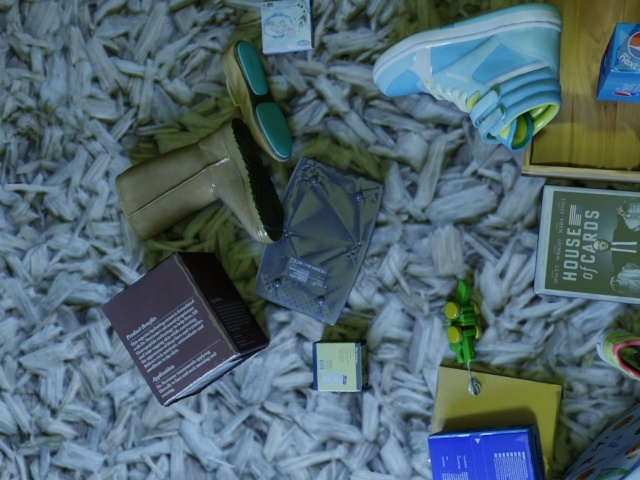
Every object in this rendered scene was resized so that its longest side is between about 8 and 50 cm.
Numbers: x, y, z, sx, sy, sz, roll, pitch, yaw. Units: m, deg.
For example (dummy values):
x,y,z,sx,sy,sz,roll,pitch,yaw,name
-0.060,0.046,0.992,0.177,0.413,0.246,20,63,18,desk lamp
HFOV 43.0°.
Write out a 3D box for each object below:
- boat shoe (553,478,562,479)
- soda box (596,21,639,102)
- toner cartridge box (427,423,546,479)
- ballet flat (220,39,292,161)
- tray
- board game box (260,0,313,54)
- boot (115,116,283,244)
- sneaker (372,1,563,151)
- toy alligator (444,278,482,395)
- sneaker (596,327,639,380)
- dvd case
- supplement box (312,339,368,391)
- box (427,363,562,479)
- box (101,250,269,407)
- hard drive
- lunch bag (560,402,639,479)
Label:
x,y,z,sx,sy,sz,roll,pitch,yaw,name
0.405,0.443,1.285,0.043,0.049,0.136,-13,83,17,boat shoe
0.433,-0.244,1.132,0.071,0.210,0.067,7,91,14,soda box
0.275,0.466,1.249,0.165,0.075,0.347,-10,81,25,toner cartridge box
-0.115,-0.236,1.427,0.073,0.080,0.232,-26,79,41,ballet flat
0.436,-0.301,1.278,0.203,0.076,0.410,5,91,14,tray
-0.059,-0.378,1.431,0.090,0.020,0.090,-2,88,14,board game box
-0.212,-0.061,1.412,0.270,0.089,0.236,-24,77,25,boot
0.225,-0.226,1.265,0.319,0.127,0.208,-11,79,37,sneaker
0.229,0.159,1.334,0.051,0.056,0.189,-11,82,54,toy alligator
0.528,0.198,1.235,0.209,0.094,0.081,17,92,13,sneaker
0.468,0.009,1.287,0.239,0.029,0.179,5,90,14,dvd case
0.034,0.212,1.378,0.083,0.056,0.083,-2,88,14,supplement box
0.284,0.300,1.332,0.201,0.021,0.164,7,91,15,box
-0.225,0.146,1.388,0.168,0.167,0.203,-35,81,12,box
0.000,0.000,1.392,0.172,0.054,0.254,20,94,13,hard drive
0.464,0.311,1.133,0.243,0.303,0.115,-40,79,-6,lunch bag
